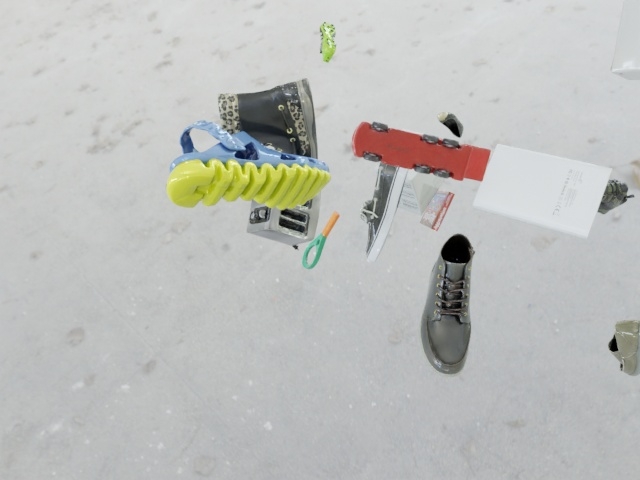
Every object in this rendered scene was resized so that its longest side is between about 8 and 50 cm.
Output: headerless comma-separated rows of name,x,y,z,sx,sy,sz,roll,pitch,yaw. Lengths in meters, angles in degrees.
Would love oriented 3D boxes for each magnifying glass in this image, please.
magnifying glass,0.000,0.000,1.769,0.231,0.026,0.092,-57,30,20

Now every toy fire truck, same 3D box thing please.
toy fire truck,0.133,-0.114,0.665,0.192,0.047,0.135,13,13,-1

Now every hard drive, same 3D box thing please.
hard drive,0.609,-0.142,1.427,0.307,0.040,0.203,20,80,28

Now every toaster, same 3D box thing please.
toaster,-0.093,-0.079,1.395,0.110,0.185,0.168,-8,68,53

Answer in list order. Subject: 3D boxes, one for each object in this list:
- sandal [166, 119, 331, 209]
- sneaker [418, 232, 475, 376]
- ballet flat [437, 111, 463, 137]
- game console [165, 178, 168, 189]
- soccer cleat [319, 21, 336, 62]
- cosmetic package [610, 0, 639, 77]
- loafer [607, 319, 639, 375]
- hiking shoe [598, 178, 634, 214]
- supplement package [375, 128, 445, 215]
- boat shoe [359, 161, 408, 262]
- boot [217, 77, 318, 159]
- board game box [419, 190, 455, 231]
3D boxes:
sandal,-0.117,-0.135,0.893,0.317,0.126,0.138,2,58,-40
sneaker,0.209,0.102,0.845,0.083,0.118,0.222,3,57,7
ballet flat,0.500,-0.444,1.960,0.057,0.173,0.049,-19,65,39
game console,-0.348,-0.190,1.693,0.213,0.044,0.361,5,12,3
soccer cleat,0.019,-0.669,1.728,0.060,0.072,0.179,12,49,-18
cosmetic package,0.917,-0.620,1.347,0.155,0.365,0.197,-4,15,-41
loafer,0.833,0.284,1.397,0.087,0.251,0.094,9,54,31
hiking shoe,0.840,-0.154,1.525,0.114,0.227,0.086,-32,56,39
supplement package,0.318,-0.236,1.777,0.149,0.203,0.194,23,69,33
boat shoe,0.170,-0.089,1.528,0.105,0.306,0.113,18,19,9
boot,-0.098,-0.196,1.008,0.178,0.236,0.085,-7,41,-5
board game box,0.432,-0.116,1.927,0.027,0.281,0.145,22,96,0
